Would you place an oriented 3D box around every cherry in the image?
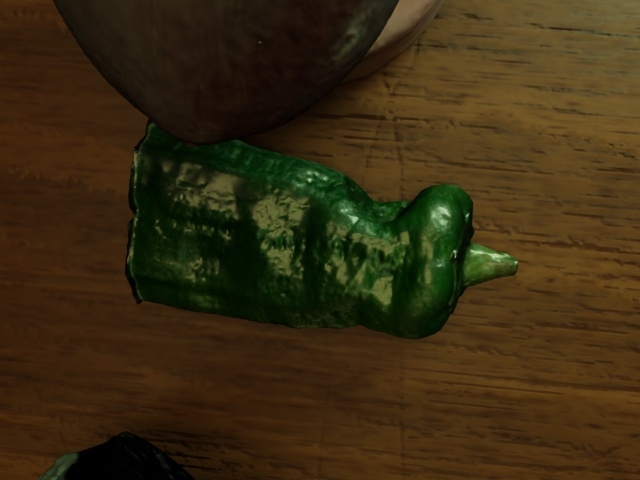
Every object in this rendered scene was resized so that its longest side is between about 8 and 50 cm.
[{"bbox_3d":[-0.047,-0.179,0.367,0.213,0.183,0.266,21,105,16],"label":"cherry"}]

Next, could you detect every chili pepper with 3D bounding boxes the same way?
[{"bbox_3d":[0.000,0.000,0.506,0.270,0.099,0.136,10,83,8],"label":"chili pepper"}]

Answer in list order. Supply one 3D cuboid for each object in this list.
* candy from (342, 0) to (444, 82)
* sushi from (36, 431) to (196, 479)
[{"bbox_3d":[-0.019,-0.224,0.505,0.255,0.094,0.255,0,91,3],"label":"candy"},{"bbox_3d":[-0.105,0.315,0.425,0.285,0.328,0.328,30,79,-11],"label":"sushi"}]
